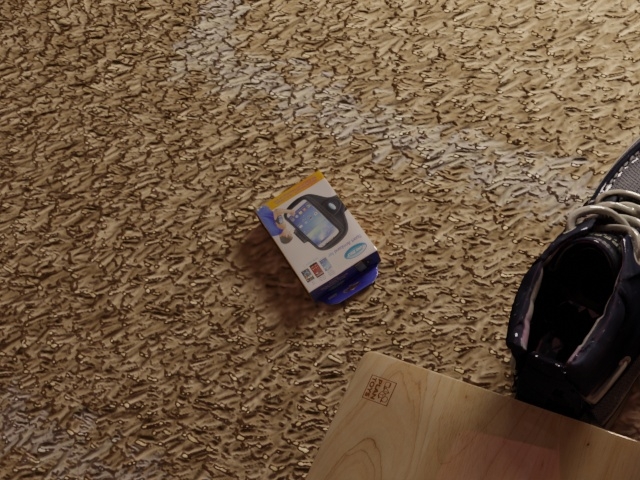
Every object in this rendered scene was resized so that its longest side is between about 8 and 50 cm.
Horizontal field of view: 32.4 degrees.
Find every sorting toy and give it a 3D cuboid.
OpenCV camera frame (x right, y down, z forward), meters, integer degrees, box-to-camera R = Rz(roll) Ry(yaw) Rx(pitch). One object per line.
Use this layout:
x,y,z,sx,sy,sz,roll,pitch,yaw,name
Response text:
0.107,0.255,0.890,0.255,0.089,0.257,17,66,23,sorting toy

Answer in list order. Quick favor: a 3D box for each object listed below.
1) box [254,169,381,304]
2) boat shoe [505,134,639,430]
0.000,0.000,1.106,0.081,0.028,0.136,-32,55,-5,box
0.264,0.006,0.950,0.127,0.158,0.341,18,67,24,boat shoe
